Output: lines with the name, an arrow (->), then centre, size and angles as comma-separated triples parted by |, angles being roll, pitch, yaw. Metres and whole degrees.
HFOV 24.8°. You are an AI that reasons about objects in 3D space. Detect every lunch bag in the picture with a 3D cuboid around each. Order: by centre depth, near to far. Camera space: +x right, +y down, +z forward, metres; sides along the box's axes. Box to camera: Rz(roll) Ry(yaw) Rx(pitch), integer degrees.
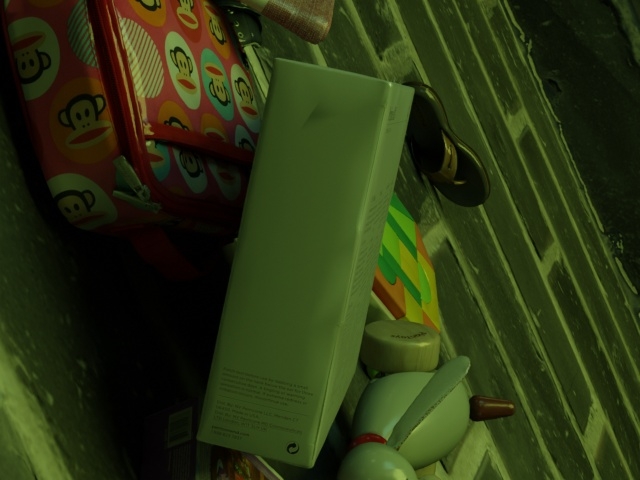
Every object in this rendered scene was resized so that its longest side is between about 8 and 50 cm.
lunch bag -> -0.139, -0.092, 1.223 | 0.293, 0.120, 0.258 | 10, 64, -70

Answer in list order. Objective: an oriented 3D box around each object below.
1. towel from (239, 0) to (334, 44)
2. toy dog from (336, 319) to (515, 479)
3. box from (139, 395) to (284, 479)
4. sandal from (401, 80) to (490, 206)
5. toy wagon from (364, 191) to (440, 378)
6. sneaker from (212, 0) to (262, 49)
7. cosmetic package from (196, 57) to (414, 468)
towel -> -0.130, -0.315, 1.341 | 0.329, 0.037, 0.237 | 25, 38, -12
toy dog -> 0.107, 0.195, 1.388 | 0.333, 0.161, 0.220 | -79, 169, -57
box -> -0.064, 0.291, 1.087 | 0.201, 0.057, 0.293 | 50, 26, -38
sandal -> 0.172, -0.132, 2.130 | 0.219, 0.090, 0.060 | 60, 37, -25
toy wagon -> 0.035, -0.010, 1.654 | 0.344, 0.068, 0.267 | 52, 25, -39
sneaker -> -0.138, -0.262, 1.445 | 0.226, 0.086, 0.163 | 20, 59, -50
cosmetic package -> 0.000, 0.000, 1.204 | 0.377, 0.097, 0.284 | -40, 144, -82
